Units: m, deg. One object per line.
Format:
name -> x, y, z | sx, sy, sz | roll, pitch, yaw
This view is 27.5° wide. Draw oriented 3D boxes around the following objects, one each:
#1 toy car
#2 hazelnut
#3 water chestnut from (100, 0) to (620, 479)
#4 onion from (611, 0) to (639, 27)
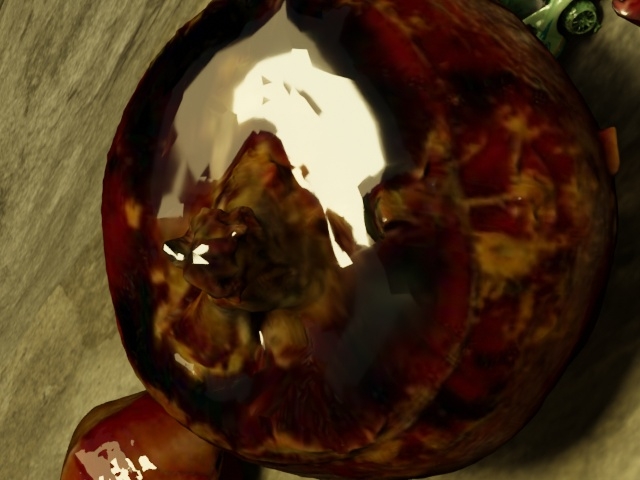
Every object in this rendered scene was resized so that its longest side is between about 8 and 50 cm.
toy car -> 0.127, -0.142, 0.922 | 0.186, 0.058, 0.093 | -58, 38, 28
hazelnut -> -0.145, 0.216, 1.133 | 0.201, 0.161, 0.170 | 87, -172, -59
water chestnut -> 0.006, -0.013, 0.802 | 0.351, 0.302, 0.350 | 3, 95, 34
onion -> 0.289, -0.083, 0.472 | 0.341, 0.341, 0.341 | -23, 62, 50
